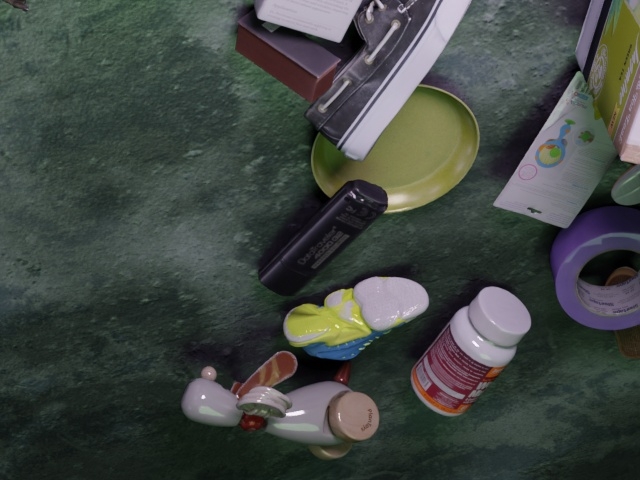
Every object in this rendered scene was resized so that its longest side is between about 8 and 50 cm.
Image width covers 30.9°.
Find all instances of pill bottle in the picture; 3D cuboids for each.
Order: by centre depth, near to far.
[{"bbox_3d":[0.253,0.186,1.947,0.121,0.121,0.221,13,131,-24],"label":"pill bottle"}]

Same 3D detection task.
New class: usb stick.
[{"bbox_3d":[0.000,0.000,1.719,0.077,0.045,0.278,24,138,-21],"label":"usb stick"}]

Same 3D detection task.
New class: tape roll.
[{"bbox_3d":[0.463,0.045,1.842,0.189,0.080,0.189,1,124,2],"label":"tape roll"}]

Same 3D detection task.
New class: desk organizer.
[{"bbox_3d":[-0.043,-0.233,1.450,0.047,0.130,0.050,-44,163,-33],"label":"desk organizer"}]

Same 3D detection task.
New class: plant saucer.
[{"bbox_3d":[0.104,-0.136,1.641,0.241,0.037,0.241,-6,136,-5],"label":"plant saucer"}]

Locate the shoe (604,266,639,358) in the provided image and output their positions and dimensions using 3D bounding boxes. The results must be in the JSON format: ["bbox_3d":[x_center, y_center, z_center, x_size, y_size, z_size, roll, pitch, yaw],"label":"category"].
[{"bbox_3d":[0.527,0.115,1.990,0.076,0.058,0.219,-2,136,19],"label":"shoe"}]

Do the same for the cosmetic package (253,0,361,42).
[{"bbox_3d":[0.013,-0.357,1.361,0.117,0.085,0.231,13,129,-23],"label":"cosmetic package"}]

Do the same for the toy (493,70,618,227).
[{"bbox_3d":[0.360,-0.137,1.685,0.137,0.056,0.237,16,125,-22],"label":"toy"}]

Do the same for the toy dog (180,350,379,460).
[{"bbox_3d":[-0.053,0.252,1.932,0.220,0.161,0.333,-22,143,40],"label":"toy dog"}]

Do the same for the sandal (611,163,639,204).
[{"bbox_3d":[0.516,-0.157,1.695,0.265,0.076,0.102,-41,149,0],"label":"sandal"}]

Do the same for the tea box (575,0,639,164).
[{"bbox_3d":[0.507,-0.227,1.362,0.329,0.323,0.220,10,120,-3],"label":"tea box"}]

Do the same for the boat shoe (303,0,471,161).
[{"bbox_3d":[0.090,-0.254,1.456,0.119,0.121,0.335,32,111,-4],"label":"boat shoe"}]

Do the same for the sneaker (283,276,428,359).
[{"bbox_3d":[0.064,0.131,1.886,0.240,0.091,0.126,-12,149,10],"label":"sneaker"}]

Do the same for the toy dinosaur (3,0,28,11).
[{"bbox_3d":[-0.380,-0.327,1.323,0.118,0.064,0.268,14,133,-16],"label":"toy dinosaur"}]
